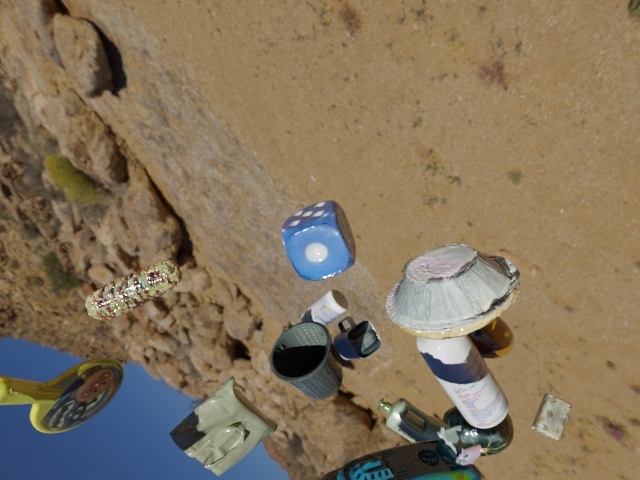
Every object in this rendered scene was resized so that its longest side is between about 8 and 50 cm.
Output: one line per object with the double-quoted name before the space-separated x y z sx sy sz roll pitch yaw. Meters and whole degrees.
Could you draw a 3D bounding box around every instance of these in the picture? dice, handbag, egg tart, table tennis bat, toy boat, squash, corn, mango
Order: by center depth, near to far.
"egg tart" 0.216 0.073 0.794 0.234 0.234 0.094 13 132 61
"toy boat" 0.133 0.402 0.811 0.134 0.298 0.092 -146 53 -65
"dice" 0.000 0.000 1.075 0.146 0.143 0.147 -82 -30 -66
"table tennis bat" -0.614 0.362 1.096 0.054 0.224 0.369 36 172 25
"corn" -0.443 0.117 1.117 0.086 0.253 0.086 63 -172 -15
"mango" 0.466 0.268 1.335 0.254 0.139 0.175 26 -178 -37
"handbag" -0.302 0.603 1.481 0.109 0.253 0.316 34 159 48
"squash" 0.568 0.684 1.685 0.252 0.165 0.252 1 140 1

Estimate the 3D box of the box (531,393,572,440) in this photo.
"box" 0.569 0.433 1.140 0.062 0.098 0.045 24 167 13

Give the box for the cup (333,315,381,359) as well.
"cup" 0.100 0.292 1.401 0.128 0.095 0.129 57 151 4

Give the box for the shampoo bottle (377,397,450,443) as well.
"shampoo bottle" 0.295 0.597 1.525 0.234 0.118 0.087 28 -159 18

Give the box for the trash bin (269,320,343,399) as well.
"trash bin" -0.021 0.325 1.216 0.175 0.175 0.161 26 155 46

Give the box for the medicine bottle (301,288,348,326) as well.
"medicine bottle" 0.015 0.285 1.865 0.102 0.186 0.103 38 -153 -23

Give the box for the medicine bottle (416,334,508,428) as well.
"medicine bottle" 0.359 0.331 1.187 0.341 0.130 0.130 53 162 -26
